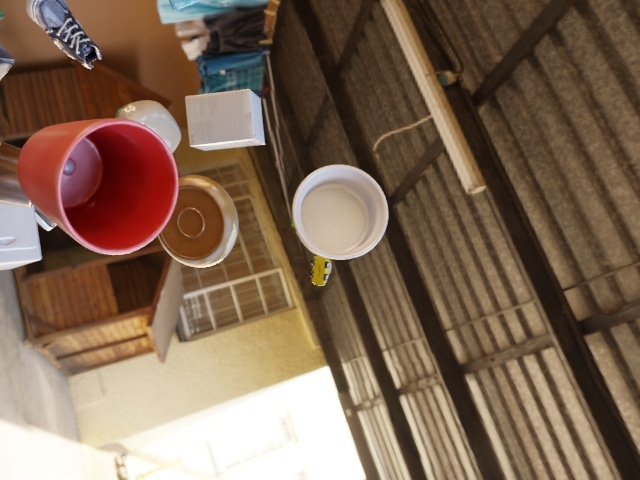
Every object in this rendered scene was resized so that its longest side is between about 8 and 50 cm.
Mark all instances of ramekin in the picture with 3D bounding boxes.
[{"bbox_3d":[0.049,-0.074,1.668,0.135,0.277,0.277,134,-61,-78],"label":"ramekin"}]

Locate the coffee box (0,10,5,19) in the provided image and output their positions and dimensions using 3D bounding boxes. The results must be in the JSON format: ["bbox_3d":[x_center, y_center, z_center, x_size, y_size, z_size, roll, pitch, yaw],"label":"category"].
[{"bbox_3d":[-0.642,-0.456,0.966,0.184,0.040,0.113,57,10,-21],"label":"coffee box"}]

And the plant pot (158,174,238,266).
[{"bbox_3d":[-0.320,-0.045,1.414,0.032,0.237,0.236,-30,109,-70],"label":"plant pot"}]

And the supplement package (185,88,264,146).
[{"bbox_3d":[-0.381,-0.482,2.286,0.198,0.263,0.199,-26,111,-83],"label":"supplement package"}]

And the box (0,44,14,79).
[{"bbox_3d":[-0.905,-0.452,1.139,0.395,0.212,0.293,48,16,-4],"label":"box"}]

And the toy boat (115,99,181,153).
[{"bbox_3d":[-0.593,-0.297,1.743,0.148,0.318,0.267,38,-6,19],"label":"toy boat"}]

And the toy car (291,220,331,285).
[{"bbox_3d":[0.000,0.000,1.856,0.225,0.053,0.239,46,-64,14],"label":"toy car"}]

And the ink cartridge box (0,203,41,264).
[{"bbox_3d":[-1.044,-0.008,1.783,0.270,0.198,0.197,-11,-93,42],"label":"ink cartridge box"}]

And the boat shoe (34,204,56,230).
[{"bbox_3d":[-1.091,-0.171,2.144,0.116,0.097,0.324,52,-10,41],"label":"boat shoe"}]

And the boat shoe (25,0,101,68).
[{"bbox_3d":[-0.840,-0.704,1.884,0.158,0.127,0.340,38,-7,1],"label":"boat shoe"}]

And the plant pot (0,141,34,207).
[{"bbox_3d":[-0.734,-0.157,1.294,0.167,0.165,0.166,-166,-90,-72],"label":"plant pot"}]

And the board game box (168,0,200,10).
[{"bbox_3d":[-0.415,-0.944,1.798,0.336,0.254,0.079,75,-12,-49],"label":"board game box"}]

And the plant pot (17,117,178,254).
[{"bbox_3d":[-0.478,-0.131,1.175,0.243,0.275,0.274,18,-55,36],"label":"plant pot"}]
